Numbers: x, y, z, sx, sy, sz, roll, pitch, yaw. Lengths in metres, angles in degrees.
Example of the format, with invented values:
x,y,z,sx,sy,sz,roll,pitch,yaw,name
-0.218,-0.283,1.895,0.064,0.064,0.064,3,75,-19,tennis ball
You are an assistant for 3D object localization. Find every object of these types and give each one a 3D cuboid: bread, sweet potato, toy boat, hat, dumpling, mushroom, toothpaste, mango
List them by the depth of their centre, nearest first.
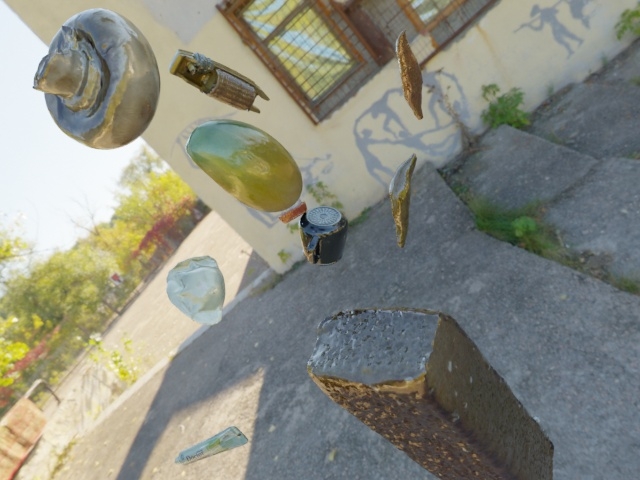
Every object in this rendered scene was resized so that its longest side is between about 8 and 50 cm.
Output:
x,y,z,sx,sy,sz,roll,pitch,yaw,name
0.163,0.223,0.556,0.165,0.416,0.113,-11,46,38,bread
-0.112,-0.116,0.668,0.091,0.194,0.130,-27,55,45,mango
-0.374,-0.266,0.716,0.226,0.227,0.178,-37,-15,18,mushroom
-0.230,0.422,0.879,0.197,0.048,0.029,-31,13,23,toothpaste
0.207,-0.099,1.117,0.059,0.250,0.069,11,14,41,sweet potato
-0.264,-0.423,1.177,0.089,0.115,0.310,-46,-27,22,toy boat
0.287,-0.519,1.358,0.072,0.314,0.066,-39,51,-12,sweet potato
-0.392,0.158,1.367,0.131,0.179,0.252,-51,46,46,dumpling
-0.116,-0.147,1.441,0.093,0.162,0.112,-21,15,41,hat

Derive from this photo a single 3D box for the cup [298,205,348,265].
x,y,z,sx,sy,sz,roll,pitch,yaw,name
0.000,0.000,1.481,0.223,0.169,0.177,-60,-20,-47,cup
